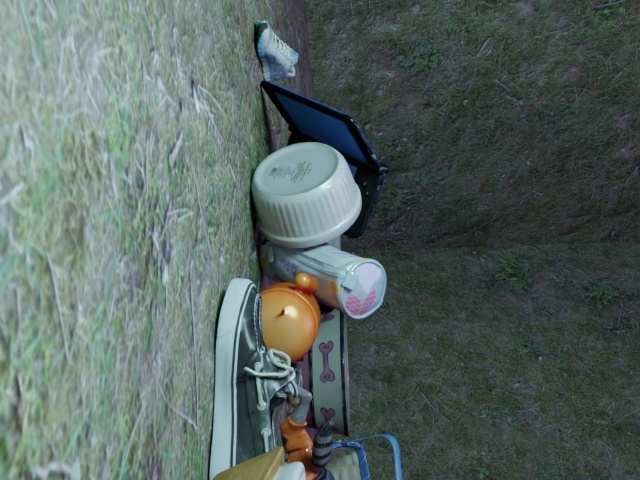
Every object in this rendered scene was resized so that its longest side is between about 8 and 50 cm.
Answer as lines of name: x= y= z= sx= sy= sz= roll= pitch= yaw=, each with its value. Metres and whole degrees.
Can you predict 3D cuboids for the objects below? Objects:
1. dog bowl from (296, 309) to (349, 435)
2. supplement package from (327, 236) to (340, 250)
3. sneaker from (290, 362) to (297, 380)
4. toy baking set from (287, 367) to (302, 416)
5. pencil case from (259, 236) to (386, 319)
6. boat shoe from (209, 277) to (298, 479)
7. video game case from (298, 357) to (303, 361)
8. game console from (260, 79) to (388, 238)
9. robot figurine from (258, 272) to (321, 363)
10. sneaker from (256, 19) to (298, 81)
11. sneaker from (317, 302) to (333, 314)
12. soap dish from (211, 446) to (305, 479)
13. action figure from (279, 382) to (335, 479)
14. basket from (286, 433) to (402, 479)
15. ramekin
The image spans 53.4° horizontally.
dog bowl: x=0.012 y=0.415 z=2.030 sx=0.408 sy=0.151 sz=0.407 roll=-2 pitch=90 yaw=-86
supplement package: x=0.000 y=0.000 z=2.162 sx=0.133 sy=0.139 sz=0.243 roll=-85 pitch=173 yaw=-58
sneaker: x=-0.078 y=0.250 z=1.348 sx=0.144 sy=0.059 sz=0.053 roll=-90 pitch=174 yaw=-49
toy baking set: x=-0.064 y=0.415 z=1.729 sx=0.256 sy=0.030 sz=0.196 roll=83 pitch=6 yaw=-53
pencil case: x=-0.002 y=0.054 z=1.198 sx=0.113 sy=0.273 sz=0.124 roll=-50 pitch=131 yaw=-16
boat shoe: x=-0.085 y=0.196 z=0.859 sx=0.113 sy=0.105 sz=0.306 roll=82 pitch=7 yaw=-60
video game case: x=-0.069 y=0.163 z=1.733 sx=0.196 sy=0.026 sz=0.274 roll=-95 pitch=179 yaw=-55
game console: x=-0.021 y=-0.172 z=1.359 sx=0.173 sy=0.293 sz=0.250 roll=3 pitch=112 yaw=-48
robot figurine: x=-0.064 y=0.136 z=1.072 sx=0.219 sy=0.158 sz=0.128 roll=-37 pitch=103 yaw=-86
sneaker: x=-0.090 y=-0.406 z=1.361 sx=0.190 sy=0.083 sz=0.071 roll=71 pitch=19 yaw=-74
sneaker: x=-0.019 y=0.148 z=1.851 sx=0.146 sy=0.104 sz=0.296 roll=-52 pitch=-167 yaw=-27
soap dish: x=-0.079 y=0.395 z=0.671 sx=0.229 sy=0.118 sz=0.290 roll=6 pitch=82 yaw=-84
action figure: x=-0.028 y=0.479 z=1.157 sx=0.341 sy=0.179 sz=0.330 roll=-91 pitch=167 yaw=-59
basket: x=0.061 y=0.569 z=1.400 sx=0.201 sy=0.289 sz=0.254 roll=17 pitch=61 yaw=-56
ramekin: x=-0.032 y=-0.094 z=1.200 sx=0.207 sy=0.207 sz=0.109 roll=-89 pitch=166 yaw=-47
